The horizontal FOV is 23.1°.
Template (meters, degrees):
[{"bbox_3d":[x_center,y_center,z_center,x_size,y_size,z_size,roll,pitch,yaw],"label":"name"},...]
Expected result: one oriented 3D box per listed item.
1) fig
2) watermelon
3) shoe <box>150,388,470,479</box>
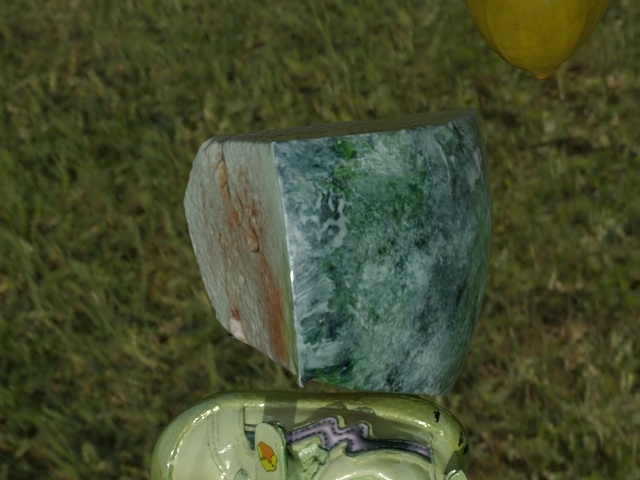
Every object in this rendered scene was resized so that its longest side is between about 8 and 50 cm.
[{"bbox_3d":[0.102,-0.116,0.733,0.074,0.088,0.074,-5,41,4],"label":"fig"},{"bbox_3d":[0.000,0.000,1.216,0.258,0.387,0.228,8,96,24],"label":"watermelon"},{"bbox_3d":[-0.012,0.182,1.243,0.262,0.140,0.128,-5,22,7],"label":"shoe"}]
